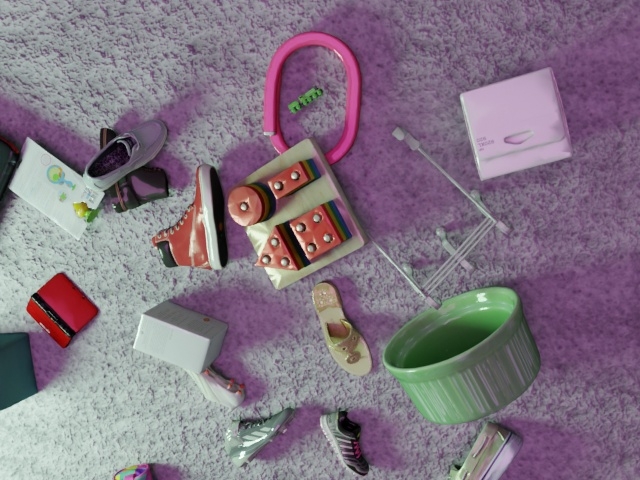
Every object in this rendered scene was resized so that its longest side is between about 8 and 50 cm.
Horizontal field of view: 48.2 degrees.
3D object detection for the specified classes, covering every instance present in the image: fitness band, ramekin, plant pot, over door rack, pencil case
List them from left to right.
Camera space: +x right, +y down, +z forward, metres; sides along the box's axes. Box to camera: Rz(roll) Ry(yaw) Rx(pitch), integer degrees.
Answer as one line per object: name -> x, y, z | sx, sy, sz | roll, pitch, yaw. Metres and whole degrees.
plant pot -> -0.840, 0.338, 1.737 | 0.166, 0.234, 0.165 | -3, 99, 13
pencil case -> -0.441, 0.679, 1.782 | 0.104, 0.104, 0.236 | -14, 96, 14
fitness band -> -0.017, -0.301, 1.546 | 0.209, 0.054, 0.290 | 6, 102, 11
over door rack -> 0.215, -0.049, 1.524 | 0.324, 0.108, 0.239 | 45, 106, 16
ramekin -> 0.293, 0.235, 1.454 | 0.303, 0.303, 0.148 | -26, 101, 15

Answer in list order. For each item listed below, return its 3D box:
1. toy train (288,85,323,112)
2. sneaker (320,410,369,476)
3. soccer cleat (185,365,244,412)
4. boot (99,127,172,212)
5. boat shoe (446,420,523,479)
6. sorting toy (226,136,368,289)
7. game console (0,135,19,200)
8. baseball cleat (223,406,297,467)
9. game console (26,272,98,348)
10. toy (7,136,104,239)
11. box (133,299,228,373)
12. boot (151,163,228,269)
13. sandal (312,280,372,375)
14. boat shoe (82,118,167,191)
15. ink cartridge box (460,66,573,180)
toy train -> -0.032, -0.300, 1.517 | 0.083, 0.017, 0.023 | -33, 83, 13
sneaker -> 0.071, 0.465, 1.654 | 0.075, 0.063, 0.170 | -34, 87, 21
soccer cleat -> -0.271, 0.336, 1.705 | 0.196, 0.068, 0.076 | 35, 108, 1
boot -> -0.426, -0.174, 1.657 | 0.137, 0.077, 0.197 | -14, 93, -2
boat shoe -> 0.334, 0.541, 1.604 | 0.094, 0.109, 0.302 | 36, 96, 20
sorting toy -> -0.071, -0.047, 1.542 | 0.255, 0.089, 0.257 | -29, 88, 30
game console -> -0.933, -0.140, 1.744 | 0.342, 0.060, 0.386 | 34, 106, 13
baseball cleat -> -0.155, 0.448, 1.696 | 0.109, 0.072, 0.206 | 45, 102, 8
game console -> -0.644, 0.176, 1.782 | 0.144, 0.085, 0.124 | 46, 136, 2
toy -> -0.623, -0.124, 1.702 | 0.237, 0.056, 0.137 | 36, 105, 11
box -> -0.322, 0.221, 1.661 | 0.170, 0.130, 0.091 | 20, 102, 8
boot -> -0.310, -0.053, 1.636 | 0.176, 0.088, 0.244 | 1, 103, 13
sandal -> 0.039, 0.211, 1.609 | 0.088, 0.079, 0.240 | -23, 94, 15
boat shoe -> -0.428, -0.196, 1.586 | 0.079, 0.081, 0.227 | 46, 69, -1
ink cartridge box -> 0.372, -0.225, 1.384 | 0.171, 0.233, 0.168 | -15, 96, 14
